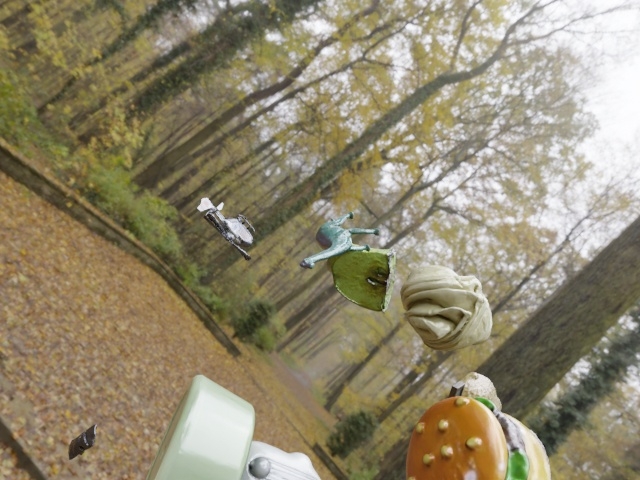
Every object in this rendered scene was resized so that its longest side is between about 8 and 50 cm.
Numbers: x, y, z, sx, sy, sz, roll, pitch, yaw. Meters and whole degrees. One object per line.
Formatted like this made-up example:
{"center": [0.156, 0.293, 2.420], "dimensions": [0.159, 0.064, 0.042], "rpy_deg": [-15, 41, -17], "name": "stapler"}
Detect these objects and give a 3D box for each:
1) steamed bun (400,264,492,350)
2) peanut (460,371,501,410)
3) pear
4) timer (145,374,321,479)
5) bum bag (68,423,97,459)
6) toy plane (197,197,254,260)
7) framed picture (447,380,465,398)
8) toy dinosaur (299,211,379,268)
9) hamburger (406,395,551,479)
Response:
{"center": [0.397, 0.216, 1.678], "dimensions": [0.203, 0.276, 0.288], "rpy_deg": [5, 73, -63], "name": "steamed bun"}
{"center": [0.701, 0.705, 2.289], "dimensions": [0.110, 0.197, 0.232], "rpy_deg": [-6, -76, 67], "name": "peanut"}
{"center": [0.151, 0.135, 1.953], "dimensions": [0.256, 0.238, 0.164], "rpy_deg": [6, 11, 15], "name": "pear"}
{"center": [-0.143, 0.437, 0.940], "dimensions": [0.316, 0.290, 0.291], "rpy_deg": [25, -7, -11], "name": "timer"}
{"center": [-0.616, 0.523, 1.333], "dimensions": [0.034, 0.124, 0.057], "rpy_deg": [28, 33, -39], "name": "bum bag"}
{"center": [-0.239, -0.039, 1.346], "dimensions": [0.054, 0.078, 0.197], "rpy_deg": [-24, -64, 36], "name": "toy plane"}
{"center": [0.461, 0.584, 1.810], "dimensions": [0.023, 0.168, 0.128], "rpy_deg": [19, 3, 28], "name": "framed picture"}
{"center": [0.000, 0.000, 1.788], "dimensions": [0.384, 0.331, 0.129], "rpy_deg": [26, -55, 57], "name": "toy dinosaur"}
{"center": [0.426, 0.659, 1.474], "dimensions": [0.278, 0.395, 0.396], "rpy_deg": [27, -3, -22], "name": "hamburger"}
